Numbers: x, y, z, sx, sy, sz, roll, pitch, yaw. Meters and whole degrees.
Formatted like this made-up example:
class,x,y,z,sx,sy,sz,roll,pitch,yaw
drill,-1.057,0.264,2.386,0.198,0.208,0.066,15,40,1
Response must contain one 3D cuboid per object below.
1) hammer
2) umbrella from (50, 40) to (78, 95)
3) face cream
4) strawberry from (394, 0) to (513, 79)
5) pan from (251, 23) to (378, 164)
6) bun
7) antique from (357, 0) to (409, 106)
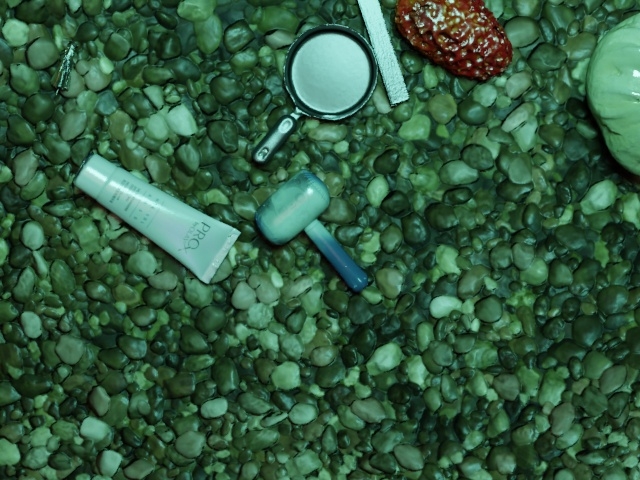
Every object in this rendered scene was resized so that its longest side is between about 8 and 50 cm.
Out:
class,x,y,z,sx,sy,sz,roll,pitch,yaw
hammer,0.000,0.000,1.153,0.116,0.069,0.194,-40,100,4
umbrella,-0.369,-0.248,1.144,0.031,0.020,0.083,23,99,37
face cream,-0.243,-0.038,1.155,0.243,0.058,0.092,33,92,-10
strawberry,0.193,-0.302,1.102,0.188,0.082,0.121,33,94,-1
pan,-0.018,-0.204,1.141,0.136,0.028,0.235,41,93,-4
bun,0.490,-0.200,1.074,0.259,0.160,0.259,0,100,-1
antique,0.086,-0.288,1.136,0.031,0.015,0.192,-18,98,2
